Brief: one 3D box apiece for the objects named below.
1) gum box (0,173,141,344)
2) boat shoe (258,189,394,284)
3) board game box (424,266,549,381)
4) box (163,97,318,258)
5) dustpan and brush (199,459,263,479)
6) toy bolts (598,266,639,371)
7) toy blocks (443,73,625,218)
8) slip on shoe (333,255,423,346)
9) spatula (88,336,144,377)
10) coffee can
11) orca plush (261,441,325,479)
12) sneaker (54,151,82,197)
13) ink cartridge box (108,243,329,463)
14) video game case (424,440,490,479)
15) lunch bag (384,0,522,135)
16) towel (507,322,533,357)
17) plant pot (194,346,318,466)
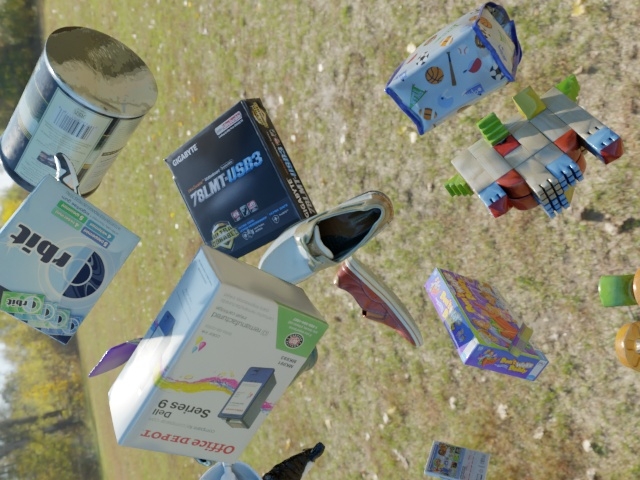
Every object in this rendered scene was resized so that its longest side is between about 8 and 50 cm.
[{"bbox_3d":[-0.375,0.027,0.771,0.041,0.157,0.184,-1,55,54],"label":"gum box"},{"bbox_3d":[0.000,0.000,1.046,0.113,0.302,0.103,55,-167,-2],"label":"boat shoe"},{"bbox_3d":[0.466,0.233,1.575,0.347,0.233,0.078,-106,37,-57],"label":"board game box"},{"bbox_3d":[-0.187,-0.121,1.234,0.295,0.073,0.293,-25,93,35],"label":"box"},{"bbox_3d":[-0.139,0.366,0.826,0.211,0.147,0.060,-94,-12,-47],"label":"dustpan and brush"},{"bbox_3d":[0.698,0.144,1.064,0.158,0.228,0.218,167,96,-65],"label":"toy bolts"},{"bbox_3d":[0.487,-0.170,1.233,0.381,0.191,0.261,-36,41,13],"label":"toy blocks"},{"bbox_3d":[0.166,0.185,1.534,0.101,0.331,0.123,-44,12,11],"label":"slip on shoe"},{"bbox_3d":[-0.270,0.158,0.881,0.296,0.084,0.030,-28,81,32],"label":"spatula"},{"bbox_3d":[-0.463,-0.231,1.041,0.275,0.201,0.201,-39,60,35],"label":"coffee can"},{"bbox_3d":[-0.097,0.468,0.974,0.151,0.287,0.102,11,138,54],"label":"orca plush"},{"bbox_3d":[-0.396,-0.081,0.846,0.040,0.044,0.109,11,115,59],"label":"sneaker"},{"bbox_3d":[-0.117,0.136,0.622,0.212,0.154,0.093,-55,36,10],"label":"ink cartridge box"},{"bbox_3d":[0.292,0.476,1.162,0.122,0.087,0.011,6,122,24],"label":"video game case"},{"bbox_3d":[0.416,-0.536,1.649,0.328,0.385,0.239,-27,114,36],"label":"lunch bag"},{"bbox_3d":[0.504,0.251,1.374,0.009,0.060,0.083,26,85,52],"label":"towel"},{"bbox_3d":[-0.237,0.306,1.266,0.341,0.334,0.341,26,144,21],"label":"plant pot"}]
